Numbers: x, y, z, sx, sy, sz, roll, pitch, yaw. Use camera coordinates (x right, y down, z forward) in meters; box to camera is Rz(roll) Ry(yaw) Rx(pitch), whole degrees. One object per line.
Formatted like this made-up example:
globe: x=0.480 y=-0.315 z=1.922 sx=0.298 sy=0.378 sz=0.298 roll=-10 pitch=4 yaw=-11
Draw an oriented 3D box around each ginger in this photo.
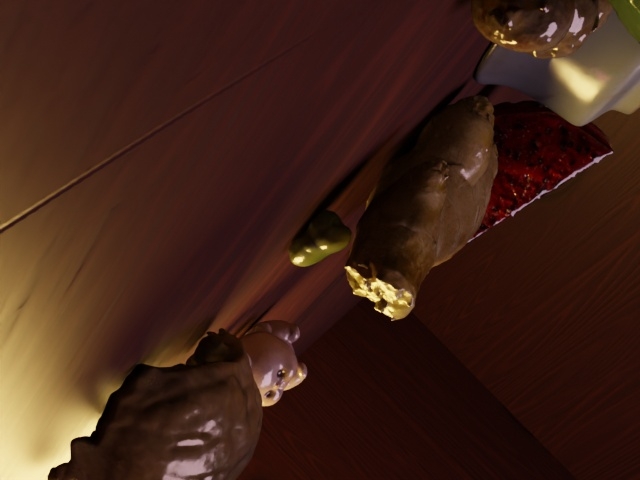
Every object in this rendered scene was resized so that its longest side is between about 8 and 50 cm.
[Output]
ginger: x=0.182 y=-0.195 z=0.676 sx=0.204 sy=0.080 sz=0.104 roll=-38 pitch=138 yaw=-46
ginger: x=0.141 y=-0.039 z=0.973 sx=0.236 sy=0.166 sz=0.375 roll=-41 pitch=-170 yaw=11

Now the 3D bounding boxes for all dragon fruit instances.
dragon fruit: x=0.236 y=-0.112 z=1.245 sx=0.317 sy=0.152 sz=0.205 roll=-34 pitch=-176 yaw=8

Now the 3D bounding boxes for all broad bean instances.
broad bean: x=0.000 y=0.000 z=0.908 sx=0.063 sy=0.045 sz=0.083 roll=-29 pitch=171 yaw=-41

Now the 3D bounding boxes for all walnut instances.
walnut: x=-0.144 y=0.196 z=0.843 sx=0.238 sy=0.141 sz=0.204 roll=-44 pitch=169 yaw=-25

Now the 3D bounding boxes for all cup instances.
cup: x=0.352 y=-0.256 z=0.957 sx=0.347 sy=0.163 sz=0.347 roll=-43 pitch=174 yaw=-6

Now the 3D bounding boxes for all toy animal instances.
toy animal: x=-0.086 y=0.178 z=1.155 sx=0.124 sy=0.124 sz=0.212 roll=-46 pitch=177 yaw=11

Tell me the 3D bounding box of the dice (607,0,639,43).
dice: x=0.399 y=-0.247 z=0.537 sx=0.318 sy=0.330 sz=0.322 roll=-42 pitch=170 yaw=-18
